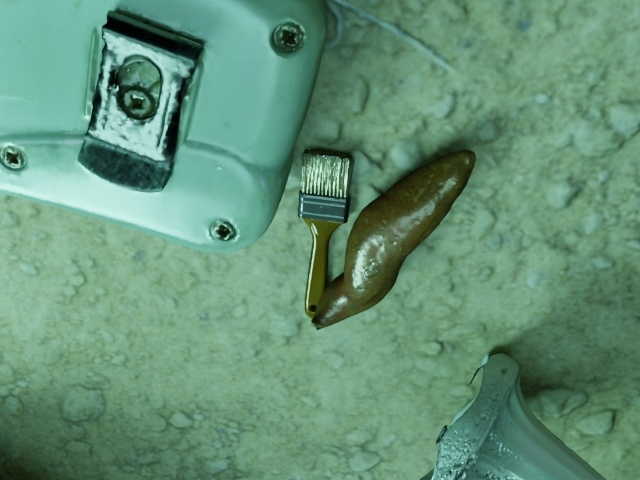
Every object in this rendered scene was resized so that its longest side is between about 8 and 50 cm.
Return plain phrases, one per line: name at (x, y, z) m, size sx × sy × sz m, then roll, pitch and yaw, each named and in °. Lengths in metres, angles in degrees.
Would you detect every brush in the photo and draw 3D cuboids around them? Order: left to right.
brush at (0.000, 0.000, 0.679) m, size 0.043 × 0.014 × 0.169 m, roll 8°, pitch 123°, yaw 4°

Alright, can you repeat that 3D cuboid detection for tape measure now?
tape measure at (-0.131, -0.109, 0.562) m, size 0.243 × 0.125 × 0.246 m, roll 16°, pitch 123°, yaw -3°

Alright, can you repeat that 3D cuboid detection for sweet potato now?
sweet potato at (0.054, -0.001, 0.649) m, size 0.058 × 0.055 × 0.202 m, roll 44°, pitch 122°, yaw 12°

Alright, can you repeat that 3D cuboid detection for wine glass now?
wine glass at (0.190, 0.204, 0.668) m, size 0.197 × 0.165 × 0.164 m, roll 27°, pitch 123°, yaw 13°
